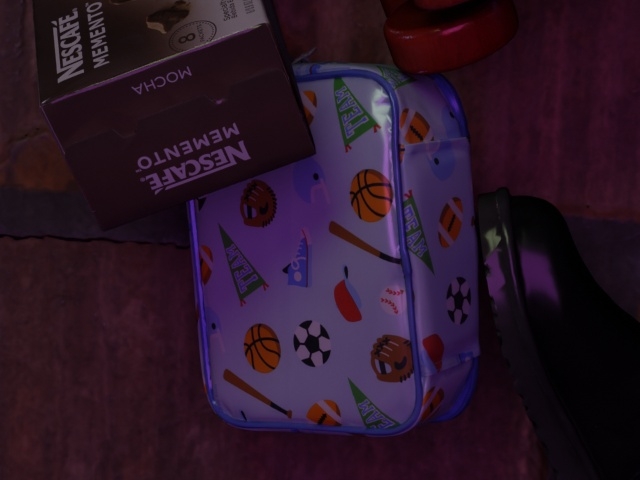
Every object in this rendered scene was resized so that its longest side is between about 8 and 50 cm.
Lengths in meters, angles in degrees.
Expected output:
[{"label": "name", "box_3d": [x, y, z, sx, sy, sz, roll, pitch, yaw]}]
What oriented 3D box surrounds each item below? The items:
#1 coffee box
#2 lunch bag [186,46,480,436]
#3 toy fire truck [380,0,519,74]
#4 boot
[{"label": "coffee box", "box_3d": [-0.118, -0.161, 1.267, 0.168, 0.297, 0.119, -19, 128, 3]}, {"label": "lunch bag", "box_3d": [0.000, 0.000, 1.331, 0.243, 0.115, 0.303, 0, 96, 37]}, {"label": "toy fire truck", "box_3d": [0.146, -0.260, 1.261, 0.254, 0.302, 0.169, -19, 113, 7]}, {"label": "boot", "box_3d": [0.284, 0.080, 1.340, 0.260, 0.131, 0.348, -21, 109, 9]}]
